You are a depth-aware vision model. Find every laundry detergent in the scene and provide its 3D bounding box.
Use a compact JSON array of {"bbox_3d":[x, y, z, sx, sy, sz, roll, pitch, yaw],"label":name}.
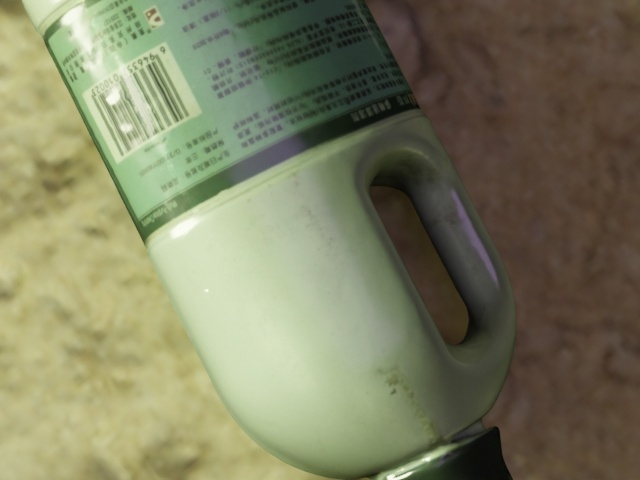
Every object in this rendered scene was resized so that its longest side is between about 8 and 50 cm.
[{"bbox_3d":[0.000,0.000,0.561,0.099,0.070,0.226,-26,85,-25],"label":"laundry detergent"}]
